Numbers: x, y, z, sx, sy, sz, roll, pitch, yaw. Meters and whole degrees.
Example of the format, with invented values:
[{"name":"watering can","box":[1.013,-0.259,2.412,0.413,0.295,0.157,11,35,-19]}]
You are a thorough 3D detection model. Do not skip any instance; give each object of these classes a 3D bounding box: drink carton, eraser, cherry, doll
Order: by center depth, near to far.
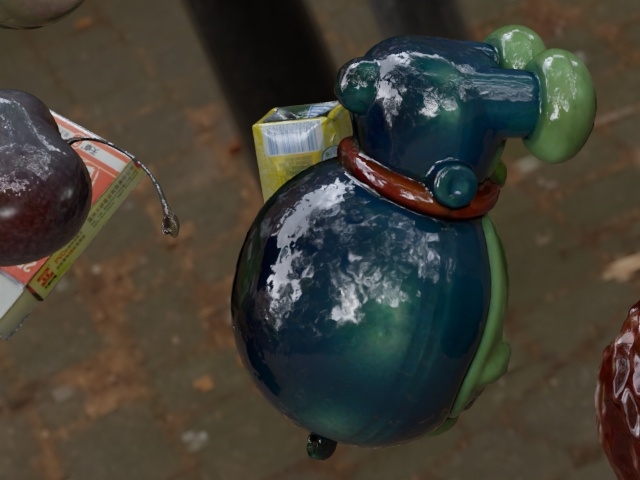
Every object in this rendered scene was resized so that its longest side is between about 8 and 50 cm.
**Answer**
[{"name":"cherry","box":[-0.208,-0.023,1.318,0.148,0.115,0.188,2,36,-35]},{"name":"doll","box":[0.047,0.001,1.328,0.186,0.322,0.198,13,10,-21]},{"name":"drink carton","box":[0.000,0.000,1.492,0.074,0.200,0.084,-7,15,13]},{"name":"eraser","box":[-0.306,-0.021,2.055,0.157,0.038,0.230,29,74,36]}]

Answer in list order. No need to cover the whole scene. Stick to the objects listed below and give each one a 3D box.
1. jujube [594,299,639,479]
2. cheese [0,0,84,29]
[{"name":"jujube","box":[0.273,0.082,1.184,0.232,0.213,0.213,-57,5,31]},{"name":"cheese","box":[-0.137,-0.157,0.998,0.048,0.092,0.171,-3,14,30]}]
